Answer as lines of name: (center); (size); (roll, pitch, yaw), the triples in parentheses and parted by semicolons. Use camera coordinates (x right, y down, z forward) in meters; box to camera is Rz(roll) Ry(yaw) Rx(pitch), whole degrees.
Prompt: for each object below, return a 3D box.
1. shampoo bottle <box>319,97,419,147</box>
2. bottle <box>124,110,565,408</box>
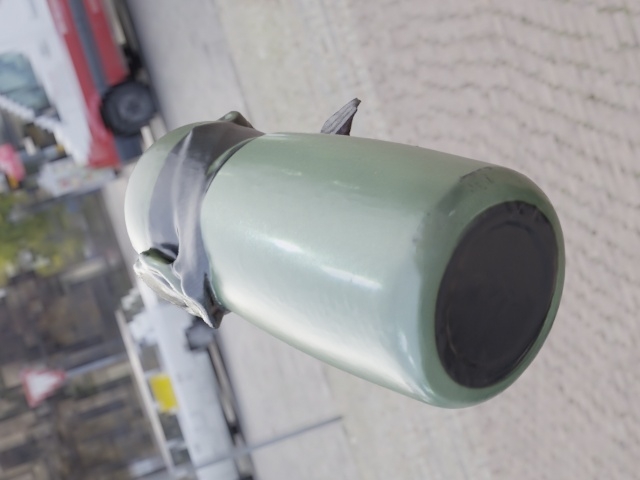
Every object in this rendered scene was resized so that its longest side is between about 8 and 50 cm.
shampoo bottle: (0.095, -0.036, 1.469); (0.236, 0.068, 0.067); (35, -177, -26)
bottle: (-0.002, 0.001, 1.209); (0.347, 0.168, 0.168); (16, 130, 44)
